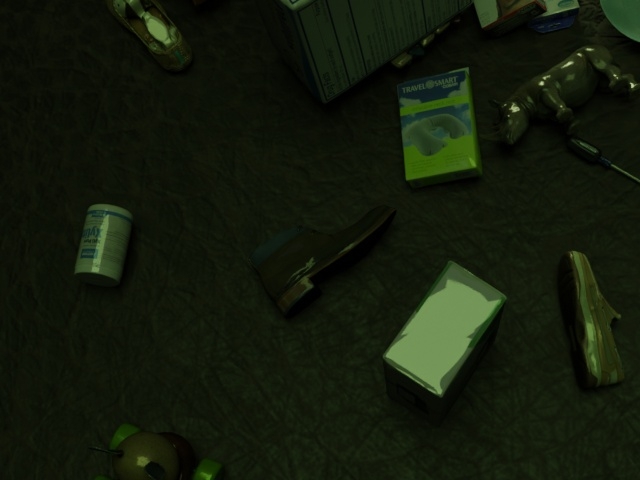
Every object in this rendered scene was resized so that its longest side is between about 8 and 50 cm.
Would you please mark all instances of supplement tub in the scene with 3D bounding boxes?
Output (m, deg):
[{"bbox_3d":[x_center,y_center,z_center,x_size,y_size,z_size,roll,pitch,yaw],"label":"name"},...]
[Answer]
[{"bbox_3d":[-0.315,0.007,1.647,0.071,0.071,0.107,5,70,8],"label":"supplement tub"}]

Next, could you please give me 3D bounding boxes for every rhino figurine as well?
[{"bbox_3d":[0.338,-0.205,1.648,0.243,0.073,0.106,-28,53,-3],"label":"rhino figurine"}]

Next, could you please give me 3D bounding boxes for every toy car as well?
[{"bbox_3d":[-0.231,0.307,1.463,0.155,0.188,0.149,20,73,13],"label":"toy car"}]

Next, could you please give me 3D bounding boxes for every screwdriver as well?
[{"bbox_3d":[0.429,-0.101,1.629,0.170,0.024,0.025,36,48,15],"label":"screwdriver"}]

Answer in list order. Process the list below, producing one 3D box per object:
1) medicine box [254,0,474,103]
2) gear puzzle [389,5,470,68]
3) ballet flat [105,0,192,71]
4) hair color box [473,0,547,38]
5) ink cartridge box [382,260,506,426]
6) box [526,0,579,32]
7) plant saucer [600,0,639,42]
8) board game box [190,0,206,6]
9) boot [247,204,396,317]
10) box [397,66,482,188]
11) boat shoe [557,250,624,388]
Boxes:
[{"bbox_3d":[0.059,-0.378,1.597,0.289,0.263,0.149,-35,67,-5],"label":"medicine box"},{"bbox_3d":[0.063,-0.405,1.775,0.175,0.044,0.339,-43,68,-8],"label":"gear puzzle"},{"bbox_3d":[-0.273,-0.351,1.775,0.073,0.067,0.206,-42,71,-9],"label":"ballet flat"},{"bbox_3d":[0.272,-0.405,1.723,0.093,0.053,0.167,-25,67,27],"label":"hair color box"},{"bbox_3d":[0.159,0.140,1.470,0.093,0.212,0.154,33,76,13],"label":"ink cartridge box"},{"bbox_3d":[0.343,-0.386,1.740,0.081,0.028,0.136,-15,67,1],"label":"box"},{"bbox_3d":[0.518,-0.371,1.704,0.195,0.037,0.195,-4,70,10],"label":"plant saucer"},{"bbox_3d":[-0.170,-0.658,1.706,0.356,0.356,0.356,-33,63,-6],"label":"board game box"},{"bbox_3d":[0.000,0.000,1.608,0.219,0.082,0.106,-41,73,-7],"label":"boot"},{"bbox_3d":[0.174,-0.173,1.663,0.109,0.042,0.178,-10,69,17],"label":"box"},{"bbox_3d":[0.373,0.105,1.543,0.072,0.068,0.190,-5,79,-8],"label":"boat shoe"}]
